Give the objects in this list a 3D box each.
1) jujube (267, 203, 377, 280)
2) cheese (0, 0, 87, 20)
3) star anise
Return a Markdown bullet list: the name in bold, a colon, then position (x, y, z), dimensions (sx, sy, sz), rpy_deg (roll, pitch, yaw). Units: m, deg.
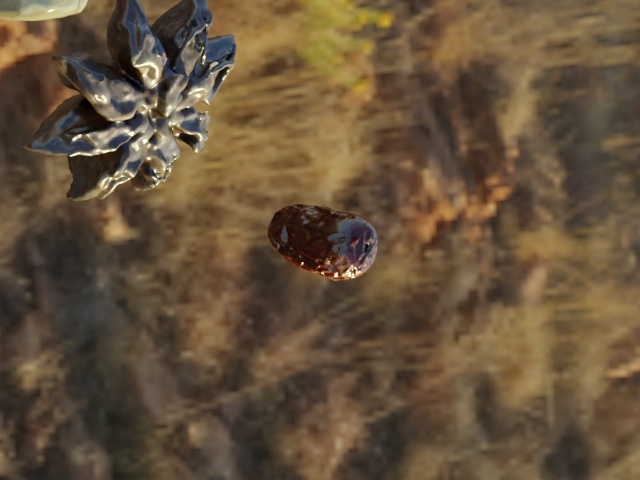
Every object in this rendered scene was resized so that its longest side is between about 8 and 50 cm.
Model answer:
- **jujube**: position (0.000, 0.000, 1.981), dimensions (0.077, 0.129, 0.077), rpy_deg (-34, 131, -51)
- **cheese**: position (-0.282, -0.268, 1.439), dimensions (0.093, 0.263, 0.159), rpy_deg (-7, 113, -58)
- **star anise**: position (-0.231, -0.180, 2.325), dimensions (0.332, 0.117, 0.331), rpy_deg (-31, 140, -31)
